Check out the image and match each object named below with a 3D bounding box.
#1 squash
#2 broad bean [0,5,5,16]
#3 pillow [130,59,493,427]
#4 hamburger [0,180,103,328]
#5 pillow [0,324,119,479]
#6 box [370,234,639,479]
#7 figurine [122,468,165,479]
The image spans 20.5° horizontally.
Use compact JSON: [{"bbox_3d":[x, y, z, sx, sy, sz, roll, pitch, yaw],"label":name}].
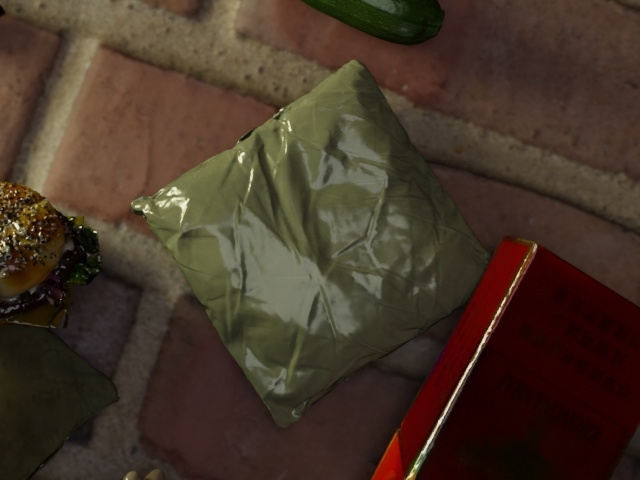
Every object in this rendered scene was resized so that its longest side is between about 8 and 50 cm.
[{"bbox_3d":[0.023,-0.261,1.789,0.219,0.068,0.077,29,67,-3],"label":"squash"},{"bbox_3d":[-0.404,-0.275,1.758,0.195,0.046,0.061,44,72,-7],"label":"broad bean"},{"bbox_3d":[0.000,0.002,1.771,0.280,0.076,0.274,-33,91,-7],"label":"pillow"},{"bbox_3d":[-0.306,0.009,1.703,0.189,0.093,0.164,-5,52,-9],"label":"hamburger"},{"bbox_3d":[-0.348,0.182,1.700,0.185,0.075,0.302,44,64,-2],"label":"pillow"},{"bbox_3d":[0.200,0.179,1.758,0.197,0.089,0.313,31,84,-19],"label":"box"},{"bbox_3d":[-0.145,0.299,1.686,0.247,0.177,0.173,-26,90,38],"label":"figurine"}]
